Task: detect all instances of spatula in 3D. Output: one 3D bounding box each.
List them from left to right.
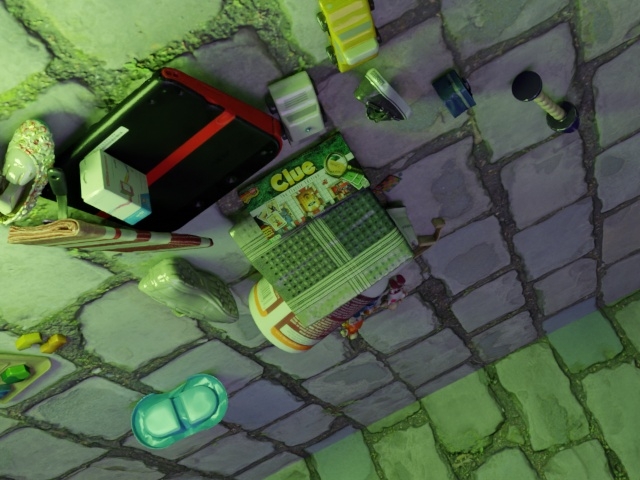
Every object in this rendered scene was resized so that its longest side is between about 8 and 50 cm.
[{"bbox_3d":[-0.472,-0.069,1.563,0.084,0.030,0.296,2,158,-11],"label":"spatula"}]

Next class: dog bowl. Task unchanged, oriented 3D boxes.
[{"bbox_3d":[-0.415,0.516,2.579,0.297,0.166,0.074,-24,163,-2],"label":"dog bowl"}]

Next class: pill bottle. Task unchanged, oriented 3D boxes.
[{"bbox_3d":[0.026,0.090,2.127,0.392,0.224,0.224,-40,149,27],"label":"pill bottle"}]

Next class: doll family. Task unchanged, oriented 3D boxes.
[{"bbox_3d":[0.132,0.183,2.517,0.263,0.118,0.163,-31,151,-28],"label":"doll family"}]

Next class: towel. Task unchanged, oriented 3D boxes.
[{"bbox_3d":[-0.407,-0.006,1.685,0.237,0.037,0.329,-4,173,39],"label":"towel"},{"bbox_3d":[0.000,0.000,1.939,0.324,0.056,0.312,-34,107,11],"label":"towel"}]

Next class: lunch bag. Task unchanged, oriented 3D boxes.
[{"bbox_3d":[0.284,-0.313,1.810,0.065,0.067,0.098,-33,150,14],"label":"lunch bag"}]

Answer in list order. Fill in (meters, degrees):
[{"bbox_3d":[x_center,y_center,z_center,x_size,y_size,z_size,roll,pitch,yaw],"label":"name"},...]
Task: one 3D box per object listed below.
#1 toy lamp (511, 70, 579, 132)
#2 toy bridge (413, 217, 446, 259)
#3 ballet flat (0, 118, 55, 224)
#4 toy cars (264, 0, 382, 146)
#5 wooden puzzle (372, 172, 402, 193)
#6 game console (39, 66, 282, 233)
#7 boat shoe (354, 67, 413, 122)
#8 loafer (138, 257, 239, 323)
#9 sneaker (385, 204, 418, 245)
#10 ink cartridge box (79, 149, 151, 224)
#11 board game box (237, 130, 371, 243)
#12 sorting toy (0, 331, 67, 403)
[{"bbox_3d":[0.533,-0.312,1.999,0.080,0.080,0.274,-39,149,25],"label":"toy lamp"},{"bbox_3d":[0.297,0.000,2.397,0.063,0.026,0.188,-4,146,-38],"label":"toy bridge"},{"bbox_3d":[-0.520,-0.107,1.493,0.241,0.091,0.077,-57,-177,44],"label":"ballet flat"},{"bbox_3d":[0.013,-0.297,1.600,0.176,0.087,0.394,-2,144,-36],"label":"toy cars"},{"bbox_3d":[0.166,-0.137,2.079,0.083,0.006,0.049,-41,148,28],"label":"wooden puzzle"},{"bbox_3d":[-0.295,-0.153,1.615,0.386,0.060,0.342,-34,145,26],"label":"game console"},{"bbox_3d":[0.120,-0.270,1.699,0.076,0.080,0.228,-43,166,9],"label":"boat shoe"},{"bbox_3d":[-0.310,0.134,2.068,0.111,0.112,0.319,-28,145,17],"label":"loafer"},{"bbox_3d":[0.153,0.037,2.238,0.111,0.129,0.297,-11,150,-31],"label":"sneaker"},{"bbox_3d":[-0.365,-0.094,1.531,0.052,0.088,0.122,-29,147,23],"label":"ink cartridge box"},{"bbox_3d":[-0.035,-0.113,1.853,0.259,0.136,0.030,-31,-164,10],"label":"board game box"},{"bbox_3d":[-0.769,0.315,2.072,0.307,0.041,0.229,-37,150,21],"label":"sorting toy"}]
